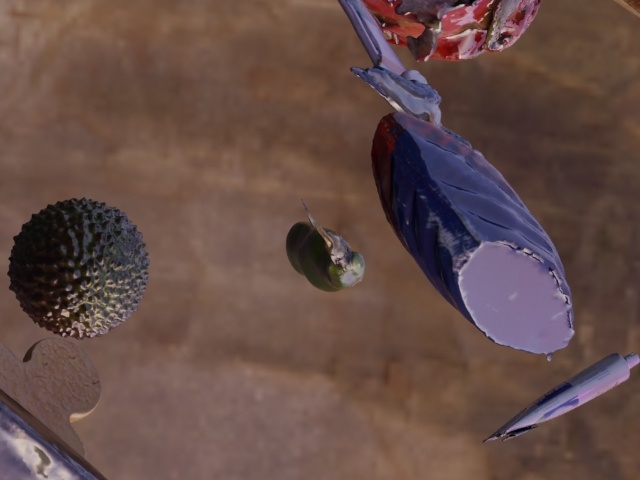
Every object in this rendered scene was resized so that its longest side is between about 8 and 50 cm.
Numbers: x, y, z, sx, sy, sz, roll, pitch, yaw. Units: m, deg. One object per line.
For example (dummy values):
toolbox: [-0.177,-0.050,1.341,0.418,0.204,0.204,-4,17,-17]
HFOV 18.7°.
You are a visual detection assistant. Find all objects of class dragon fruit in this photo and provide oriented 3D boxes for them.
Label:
dragon fruit: [0.135,-0.342,2.315,0.314,0.296,0.263,-55,163,-11]

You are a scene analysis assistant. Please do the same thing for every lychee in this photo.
lychee: [-0.256,0.030,2.078,0.171,0.171,0.171,-175,-90,-81]

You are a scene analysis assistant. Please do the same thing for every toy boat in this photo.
toy boat: [0.075,-0.039,1.200,0.219,0.072,0.318,53,7,-24]

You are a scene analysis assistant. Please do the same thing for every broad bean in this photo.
broad bean: [0.005,0.010,2.063,0.098,0.056,0.318,62,-7,3]

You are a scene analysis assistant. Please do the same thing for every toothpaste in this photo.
toothpaste: [0.224,0.144,1.782,0.028,0.170,0.045,63,-22,2]

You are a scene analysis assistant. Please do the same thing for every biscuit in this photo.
biscuit: [-0.286,0.161,1.792,0.035,0.158,0.240,-38,178,34]

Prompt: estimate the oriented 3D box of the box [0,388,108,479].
box: [-0.291,0.117,1.364,0.359,0.350,0.091,24,-108,44]

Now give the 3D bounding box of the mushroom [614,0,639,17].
mushroom: [0.349,-0.316,2.085,0.153,0.253,0.253,-52,-160,18]
